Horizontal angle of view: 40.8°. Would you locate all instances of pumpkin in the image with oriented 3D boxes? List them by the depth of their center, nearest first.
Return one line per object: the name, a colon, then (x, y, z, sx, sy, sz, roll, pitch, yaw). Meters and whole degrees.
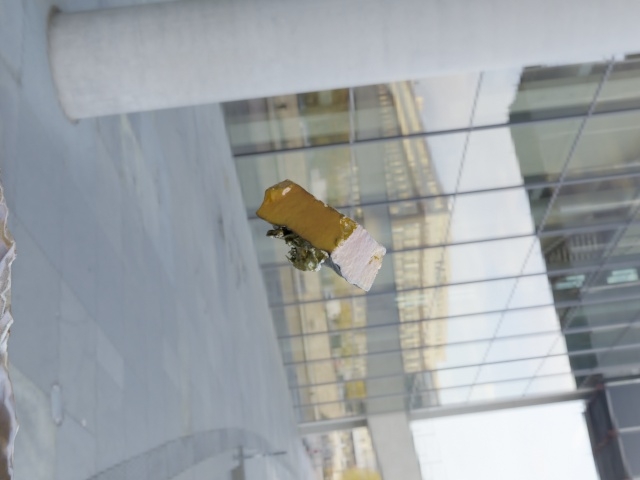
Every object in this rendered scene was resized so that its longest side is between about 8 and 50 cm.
pumpkin: (0.000, 0.000, 0.619, 0.074, 0.054, 0.083, 32, -7, 32)

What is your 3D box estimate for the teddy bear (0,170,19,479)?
teddy bear: (-0.293, 0.090, 0.509, 0.246, 0.222, 0.296, -60, 149, -58)
